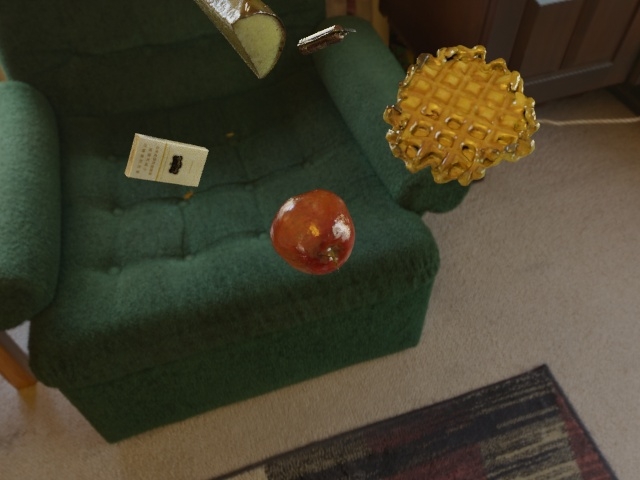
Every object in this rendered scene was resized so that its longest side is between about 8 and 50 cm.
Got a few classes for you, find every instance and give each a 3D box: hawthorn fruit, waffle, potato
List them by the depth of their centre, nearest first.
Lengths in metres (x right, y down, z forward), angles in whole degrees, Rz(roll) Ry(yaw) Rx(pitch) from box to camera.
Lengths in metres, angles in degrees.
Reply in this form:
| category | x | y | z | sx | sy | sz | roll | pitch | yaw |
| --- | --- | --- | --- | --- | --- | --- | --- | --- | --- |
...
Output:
| category | x | y | z | sx | sy | sz | roll | pitch | yaw |
| --- | --- | --- | --- | --- | --- | --- | --- | --- | --- |
| hawthorn fruit | -0.001 | -0.009 | 0.782 | 0.140 | 0.125 | 0.125 | 14 | 50 | 32 |
| waffle | 0.231 | -0.221 | 0.919 | 0.262 | 0.060 | 0.281 | -15 | 64 | -7 |
| potato | -0.204 | -0.534 | 1.228 | 0.112 | 0.269 | 0.255 | -42 | 82 | -1 |

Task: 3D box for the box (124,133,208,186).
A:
| category | x | y | z | sx | sy | sz | roll | pitch | yaw |
| --- | --- | --- | --- | --- | --- | --- | --- | --- | --- |
| box | -0.326 | -0.169 | 1.162 | 0.166 | 0.090 | 0.024 | 4 | 23 | -47 |

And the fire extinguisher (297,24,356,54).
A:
| category | x | y | z | sx | sy | sz | roll | pitch | yaw |
| --- | --- | --- | --- | --- | --- | --- | --- | --- | --- |
| fire extinguisher | 0.012 | -0.529 | 1.420 | 0.158 | 0.043 | 0.064 | -6 | 5 | 41 |
